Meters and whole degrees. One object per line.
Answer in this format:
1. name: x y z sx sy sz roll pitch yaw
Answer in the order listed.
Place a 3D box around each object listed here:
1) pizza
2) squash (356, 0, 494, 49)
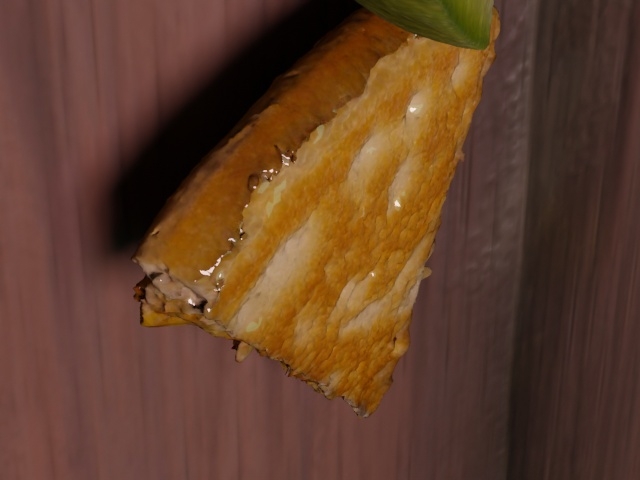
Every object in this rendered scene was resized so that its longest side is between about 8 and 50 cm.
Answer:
1. pizza: 0.000 0.000 0.692 0.188 0.062 0.199 -41 147 -29
2. squash: 0.002 -0.172 0.493 0.288 0.111 0.203 4 96 -79
